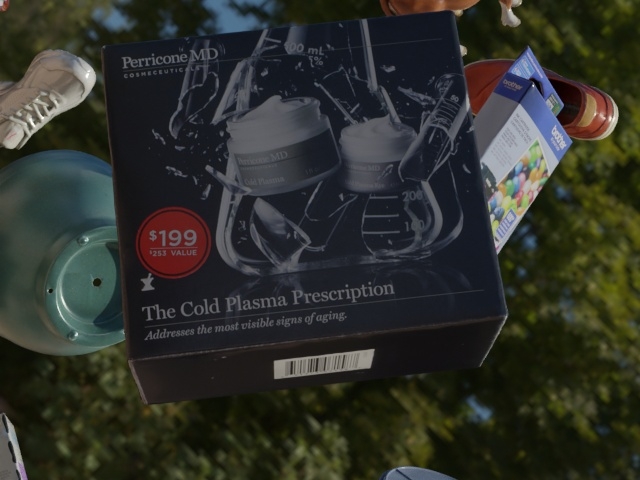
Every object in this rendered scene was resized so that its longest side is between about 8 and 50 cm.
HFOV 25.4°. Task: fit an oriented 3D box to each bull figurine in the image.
[{"bbox_3d":[0.241,-0.409,2.230,0.101,0.310,0.188,-118,-176,-53],"label":"bull figurine"}]

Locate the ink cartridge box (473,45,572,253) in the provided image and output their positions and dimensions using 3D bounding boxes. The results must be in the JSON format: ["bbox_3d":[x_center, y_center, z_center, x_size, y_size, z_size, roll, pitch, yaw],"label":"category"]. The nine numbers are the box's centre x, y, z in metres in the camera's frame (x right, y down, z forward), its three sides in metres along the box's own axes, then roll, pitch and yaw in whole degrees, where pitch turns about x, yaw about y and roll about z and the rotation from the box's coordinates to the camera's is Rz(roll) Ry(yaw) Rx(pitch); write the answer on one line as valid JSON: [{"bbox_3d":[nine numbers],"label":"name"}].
[{"bbox_3d":[0.274,-0.116,2.134,0.065,0.311,0.186,26,-12,38],"label":"ink cartridge box"}]

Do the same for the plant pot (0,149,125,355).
[{"bbox_3d":[-0.338,0.038,1.980,0.196,0.293,0.293,29,-23,54],"label":"plant pot"}]

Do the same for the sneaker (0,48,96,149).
[{"bbox_3d":[-0.395,-0.176,1.938,0.232,0.115,0.090,-24,-53,38],"label":"sneaker"}]

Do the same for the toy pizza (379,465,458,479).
[{"bbox_3d":[0.155,0.329,1.647,0.201,0.032,0.201,24,15,-7],"label":"toy pizza"}]

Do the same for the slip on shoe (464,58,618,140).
[{"bbox_3d":[0.361,-0.254,2.492,0.331,0.123,0.101,22,5,40],"label":"slip on shoe"}]

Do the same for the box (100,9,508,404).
[{"bbox_3d":[-0.023,-0.030,1.365,0.179,0.343,0.313,94,-12,-70],"label":"box"}]

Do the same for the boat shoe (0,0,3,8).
[{"bbox_3d":[-0.434,-0.247,1.194,0.367,0.156,0.136,33,2,10],"label":"boat shoe"}]

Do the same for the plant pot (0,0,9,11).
[{"bbox_3d":[-0.605,-0.461,2.163,0.265,0.272,0.272,4,-14,-5],"label":"plant pot"}]

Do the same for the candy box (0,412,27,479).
[{"bbox_3d":[-0.473,0.352,1.904,0.070,0.164,0.196,89,-17,-68],"label":"candy box"}]
